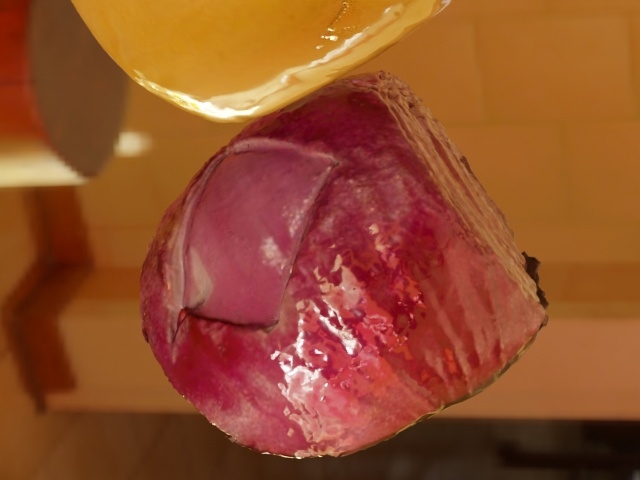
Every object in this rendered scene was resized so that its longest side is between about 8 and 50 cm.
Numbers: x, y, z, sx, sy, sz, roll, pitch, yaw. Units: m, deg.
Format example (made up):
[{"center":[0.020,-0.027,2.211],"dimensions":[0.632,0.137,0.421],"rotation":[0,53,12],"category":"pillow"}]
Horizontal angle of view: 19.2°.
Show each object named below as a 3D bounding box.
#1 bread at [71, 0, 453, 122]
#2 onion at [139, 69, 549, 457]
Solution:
[{"center":[0.034,-0.139,0.536],"dimensions":[0.091,0.305,0.142],"rotation":[-2,70,-52],"category":"bread"},{"center":[0.000,0.000,1.191],"dimensions":[0.250,0.247,0.111],"rotation":[59,-11,30],"category":"onion"}]
